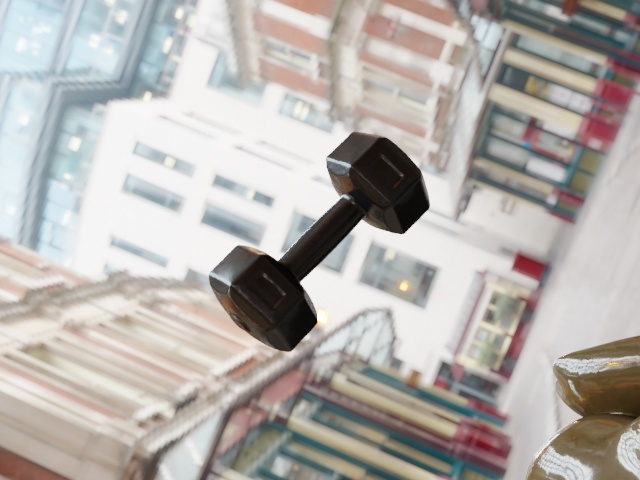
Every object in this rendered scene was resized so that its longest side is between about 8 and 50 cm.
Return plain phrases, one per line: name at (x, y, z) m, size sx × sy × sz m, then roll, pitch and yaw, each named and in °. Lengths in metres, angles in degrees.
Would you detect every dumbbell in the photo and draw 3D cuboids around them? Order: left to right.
dumbbell at (0.000, 0.000, 0.440) m, size 0.083 × 0.036 × 0.040 m, roll -45°, pitch 27°, yaw -12°

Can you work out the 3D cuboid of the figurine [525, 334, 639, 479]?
figurine at (0.204, 0.138, 0.556) m, size 0.177 × 0.247 × 0.173 m, roll 84°, pitch -169°, yaw -48°
